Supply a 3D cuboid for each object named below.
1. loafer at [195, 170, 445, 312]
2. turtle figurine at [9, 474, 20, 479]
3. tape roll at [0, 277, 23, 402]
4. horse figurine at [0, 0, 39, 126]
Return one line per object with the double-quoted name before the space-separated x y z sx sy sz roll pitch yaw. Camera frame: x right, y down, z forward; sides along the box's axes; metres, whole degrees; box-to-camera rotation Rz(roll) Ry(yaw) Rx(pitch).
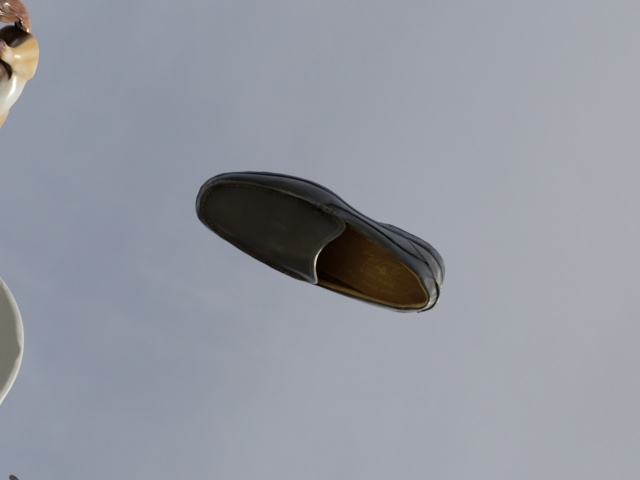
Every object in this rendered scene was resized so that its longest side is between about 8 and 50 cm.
"loafer" 0.000 0.000 0.686 0.170 0.061 0.062 18 -79 0
"turtle figurine" -0.277 0.374 1.013 0.275 0.198 0.266 -12 -75 38
"tape roll" -0.473 0.135 1.221 0.246 0.246 0.169 64 -33 14
"horse figurine" -0.392 -0.182 1.254 0.066 0.174 0.263 36 -62 8
